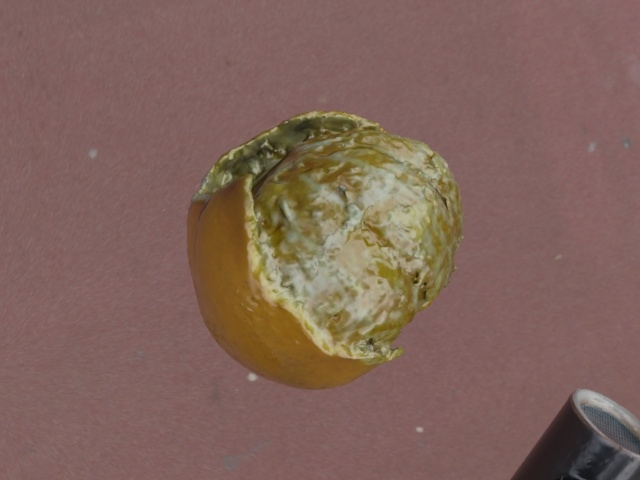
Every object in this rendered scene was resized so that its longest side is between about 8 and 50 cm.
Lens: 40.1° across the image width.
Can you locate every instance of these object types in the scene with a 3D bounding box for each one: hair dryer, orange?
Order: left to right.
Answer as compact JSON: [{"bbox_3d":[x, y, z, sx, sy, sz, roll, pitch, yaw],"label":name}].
[{"bbox_3d":[0.000,0.000,0.458,0.134,0.156,0.157,40,69,-10],"label":"orange"},{"bbox_3d":[0.136,0.194,0.526,0.070,0.128,0.255,34,24,11],"label":"hair dryer"}]
